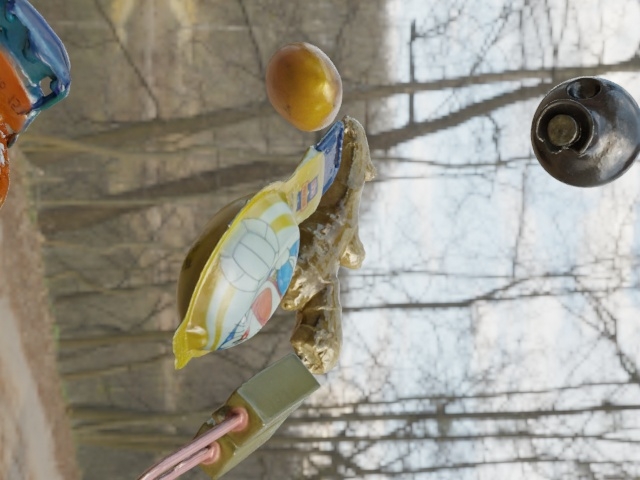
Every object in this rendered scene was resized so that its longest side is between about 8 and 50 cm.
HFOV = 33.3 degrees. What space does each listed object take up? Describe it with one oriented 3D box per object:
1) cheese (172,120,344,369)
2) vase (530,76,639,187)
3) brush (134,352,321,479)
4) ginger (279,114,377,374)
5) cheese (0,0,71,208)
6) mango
[{"bbox_3d":[-0.053,0.000,0.949,0.270,0.069,0.177,-54,163,-31],"label":"cheese"},{"bbox_3d":[0.268,-0.112,1.106,0.183,0.120,0.120,-12,103,-66],"label":"vase"},{"bbox_3d":[-0.097,0.182,0.958,0.103,0.047,0.233,-50,167,31],"label":"brush"},{"bbox_3d":[0.000,0.000,1.354,0.081,0.148,0.333,128,-17,-67],"label":"ginger"},{"bbox_3d":[-0.365,-0.120,1.045,0.217,0.329,0.129,53,38,-12],"label":"cheese"},{"bbox_3d":[-0.026,-0.238,1.660,0.217,0.102,0.141,-160,-117,-72],"label":"mango"}]
